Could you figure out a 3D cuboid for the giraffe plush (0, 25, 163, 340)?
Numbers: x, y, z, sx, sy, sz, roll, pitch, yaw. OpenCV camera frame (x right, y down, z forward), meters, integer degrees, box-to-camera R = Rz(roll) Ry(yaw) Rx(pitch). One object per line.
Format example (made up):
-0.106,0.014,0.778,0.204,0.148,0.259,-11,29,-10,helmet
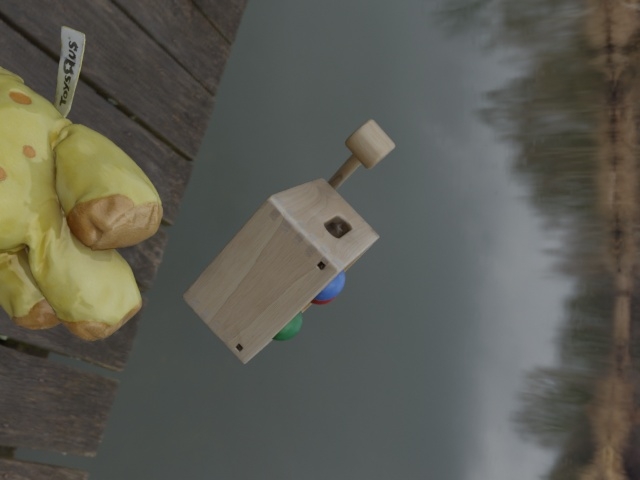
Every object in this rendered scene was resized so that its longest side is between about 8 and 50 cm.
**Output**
-0.217,-0.024,0.361,0.170,0.181,0.210,-27,122,-61,giraffe plush

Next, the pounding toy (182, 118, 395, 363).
0.007,-0.006,0.554,0.094,0.206,0.181,46,23,5,pounding toy
